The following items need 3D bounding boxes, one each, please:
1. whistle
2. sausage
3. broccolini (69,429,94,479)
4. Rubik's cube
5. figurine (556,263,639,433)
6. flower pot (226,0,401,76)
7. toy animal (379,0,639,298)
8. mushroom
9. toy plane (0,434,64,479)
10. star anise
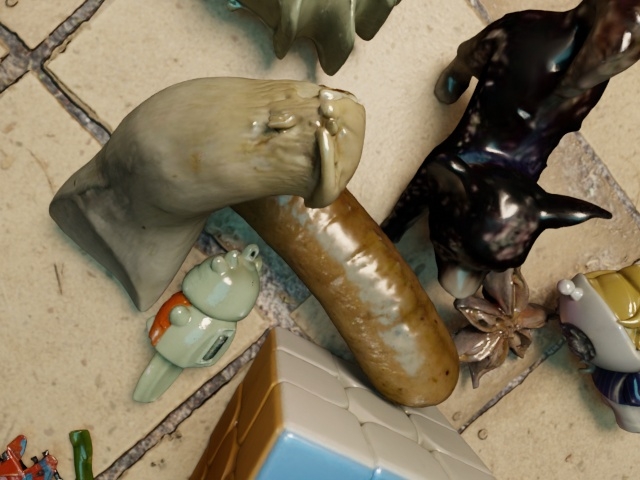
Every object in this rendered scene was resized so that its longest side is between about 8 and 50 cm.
[{"bbox_3d":[-0.156,0.105,0.598,0.102,0.106,0.253,31,98,-34],"label":"whistle"},{"bbox_3d":[0.002,-0.002,0.584,0.136,0.123,0.500,-40,92,-7],"label":"sausage"},{"bbox_3d":[-0.329,0.366,0.646,0.067,0.058,0.216,-10,92,-47],"label":"broccolini"},{"bbox_3d":[0.006,0.324,0.553,0.291,0.291,0.291,27,93,-10],"label":"Rubik's cube"},{"bbox_3d":[0.414,0.148,0.662,0.133,0.193,0.274,-16,140,15],"label":"figurine"},{"bbox_3d":[-0.053,-0.386,0.525,0.368,0.164,0.254,36,86,-10],"label":"flower pot"},{"bbox_3d":[0.209,-0.097,0.525,0.195,0.302,0.344,19,93,-6],"label":"toy animal"},{"bbox_3d":[-0.130,-0.058,0.465,0.177,0.397,0.126,55,43,-9],"label":"mushroom"},{"bbox_3d":[-0.389,0.356,0.624,0.130,0.061,0.189,-26,104,-4],"label":"toy plane"},{"bbox_3d":[0.238,0.120,0.652,0.171,0.063,0.208,-51,129,4],"label":"star anise"}]
